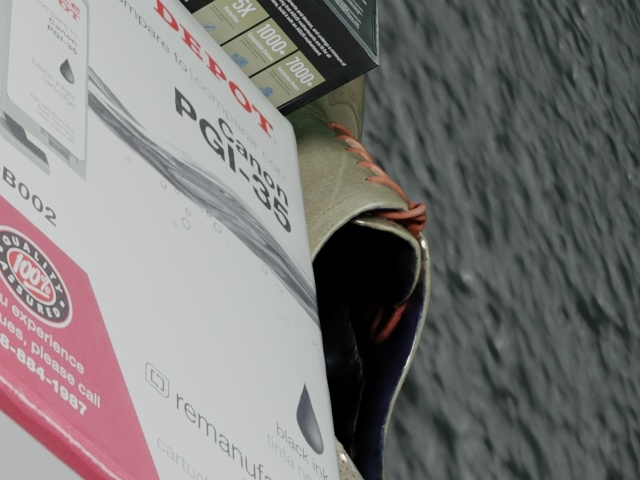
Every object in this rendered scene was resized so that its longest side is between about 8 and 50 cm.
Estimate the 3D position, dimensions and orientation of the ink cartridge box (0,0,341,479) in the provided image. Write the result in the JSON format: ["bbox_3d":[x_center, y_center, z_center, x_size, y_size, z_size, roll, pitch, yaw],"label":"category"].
[{"bbox_3d":[-0.099,0.007,0.593,0.207,0.117,0.283,46,22,-34],"label":"ink cartridge box"}]

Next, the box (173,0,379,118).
[{"bbox_3d":[-0.086,-0.117,0.724,0.180,0.147,0.077,46,29,-34],"label":"box"}]

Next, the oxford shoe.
[{"bbox_3d":[0.000,0.000,0.816,0.123,0.130,0.348,45,37,-36],"label":"oxford shoe"}]
